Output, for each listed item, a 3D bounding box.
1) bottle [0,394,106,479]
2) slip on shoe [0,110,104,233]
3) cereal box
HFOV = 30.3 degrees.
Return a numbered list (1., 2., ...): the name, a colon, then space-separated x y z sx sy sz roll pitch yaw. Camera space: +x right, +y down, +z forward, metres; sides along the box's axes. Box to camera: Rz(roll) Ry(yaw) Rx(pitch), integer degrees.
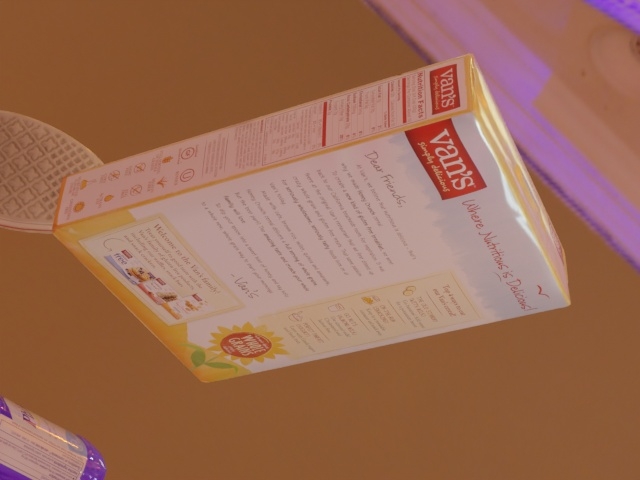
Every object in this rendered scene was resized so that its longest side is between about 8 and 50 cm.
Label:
1. bottle: -0.368 0.204 1.270 0.092 0.283 0.118 -59 -150 -10
2. slip on shoe: -0.372 -0.070 1.224 0.331 0.101 0.123 9 -111 4
3. cereal box: 0.000 0.000 0.658 0.240 0.173 0.047 -14 -132 19
